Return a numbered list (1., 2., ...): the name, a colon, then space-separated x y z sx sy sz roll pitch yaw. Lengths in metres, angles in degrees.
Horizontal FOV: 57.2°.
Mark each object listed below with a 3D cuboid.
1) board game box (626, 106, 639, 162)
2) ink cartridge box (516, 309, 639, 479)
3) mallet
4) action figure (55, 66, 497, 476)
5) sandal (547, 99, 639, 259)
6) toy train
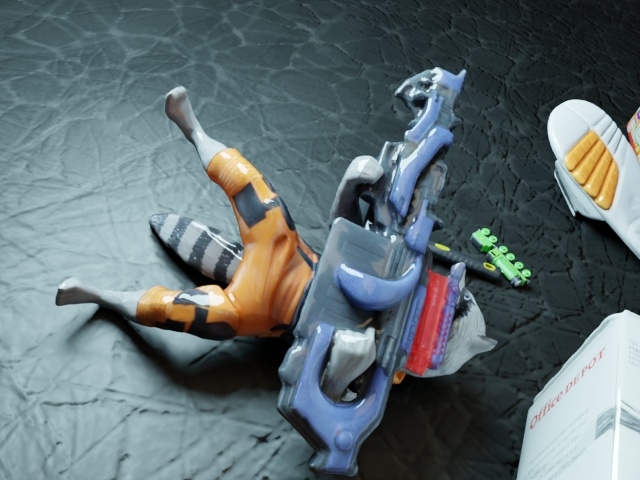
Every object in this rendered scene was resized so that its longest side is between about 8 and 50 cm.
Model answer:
1. board game box: 0.545 -0.111 0.866 0.146 0.045 0.194 19 45 0
2. ink cartridge box: 0.201 0.182 0.403 0.092 0.159 0.218 23 46 7
3. mallet: 0.107 -0.004 0.642 0.189 0.039 0.062 17 43 -8
4. action figure: 0.000 0.000 0.509 0.330 0.178 0.341 27 70 2
5. sandal: 0.361 -0.051 0.743 0.102 0.076 0.265 -28 81 -19
6. toy train: 0.201 0.019 0.657 0.023 0.017 0.083 -24 58 -22
